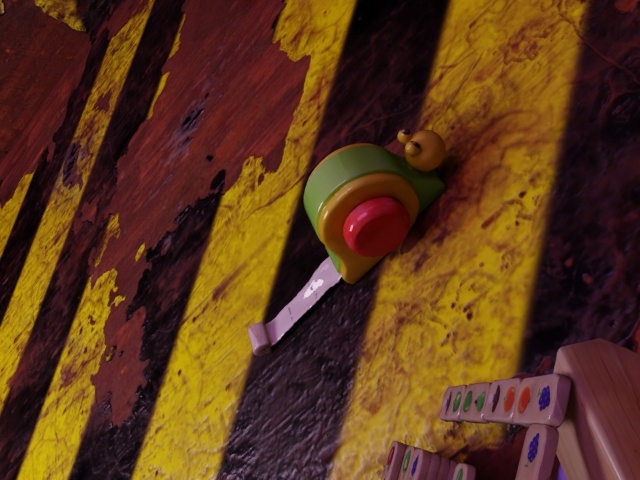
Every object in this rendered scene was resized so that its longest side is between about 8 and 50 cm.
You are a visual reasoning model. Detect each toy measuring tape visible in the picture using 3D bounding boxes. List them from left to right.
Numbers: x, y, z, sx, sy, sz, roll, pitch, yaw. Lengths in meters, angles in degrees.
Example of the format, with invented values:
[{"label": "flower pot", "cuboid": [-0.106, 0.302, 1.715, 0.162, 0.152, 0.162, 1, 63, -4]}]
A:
[{"label": "toy measuring tape", "cuboid": [0.000, 0.000, 0.716, 0.330, 0.121, 0.121, -45, 43, 21]}]

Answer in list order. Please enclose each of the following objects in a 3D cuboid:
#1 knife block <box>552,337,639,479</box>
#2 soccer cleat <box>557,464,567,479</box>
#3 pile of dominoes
[{"label": "knife block", "cuboid": [0.195, 0.201, 0.301, 0.275, 0.088, 0.242, 24, 54, 29]}, {"label": "soccer cleat", "cuboid": [0.201, 0.229, 0.383, 0.083, 0.095, 0.248, -42, 44, 29]}, {"label": "pile of dominoes", "cuboid": [0.080, 0.188, 0.463, 0.251, 0.040, 0.196, 108, -179, -75]}]
